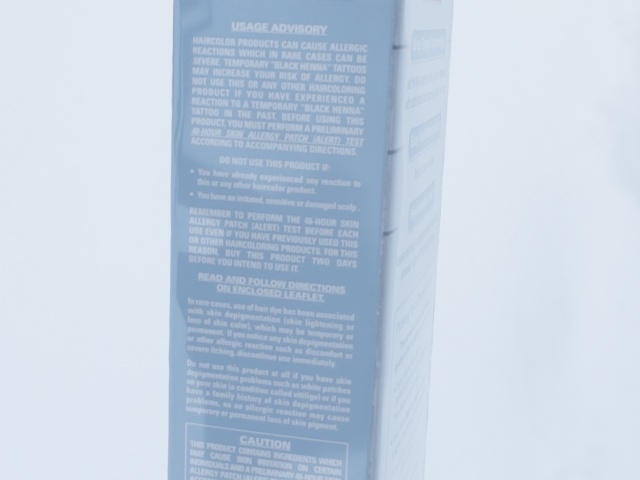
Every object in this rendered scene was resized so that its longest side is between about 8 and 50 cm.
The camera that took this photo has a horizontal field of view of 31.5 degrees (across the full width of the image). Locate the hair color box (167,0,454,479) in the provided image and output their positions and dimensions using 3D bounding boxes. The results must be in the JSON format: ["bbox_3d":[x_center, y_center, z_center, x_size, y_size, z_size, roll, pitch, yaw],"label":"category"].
[{"bbox_3d":[0.000,0.000,0.622,0.113,0.185,0.375,5,102,13],"label":"hair color box"}]
